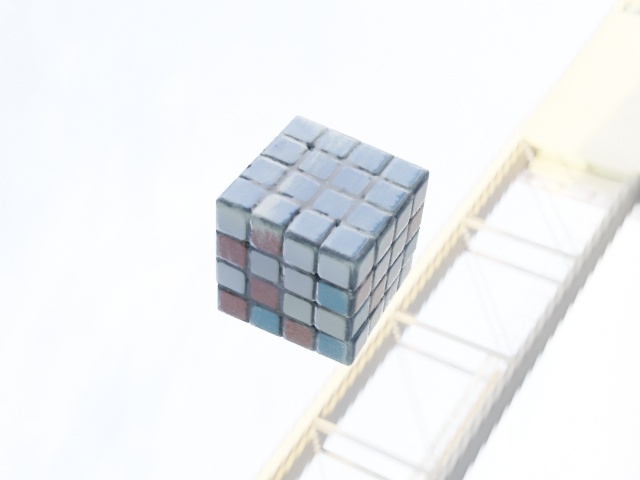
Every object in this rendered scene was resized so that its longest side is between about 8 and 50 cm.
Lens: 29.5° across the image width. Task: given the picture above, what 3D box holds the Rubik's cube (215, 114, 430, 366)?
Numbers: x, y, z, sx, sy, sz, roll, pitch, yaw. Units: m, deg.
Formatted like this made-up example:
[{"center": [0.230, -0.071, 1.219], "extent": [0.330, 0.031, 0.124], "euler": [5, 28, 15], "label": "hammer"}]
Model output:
[{"center": [-0.001, -0.001, 1.942], "extent": [0.259, 0.256, 0.253], "euler": [-52, -22, -38], "label": "Rubik's cube"}]
